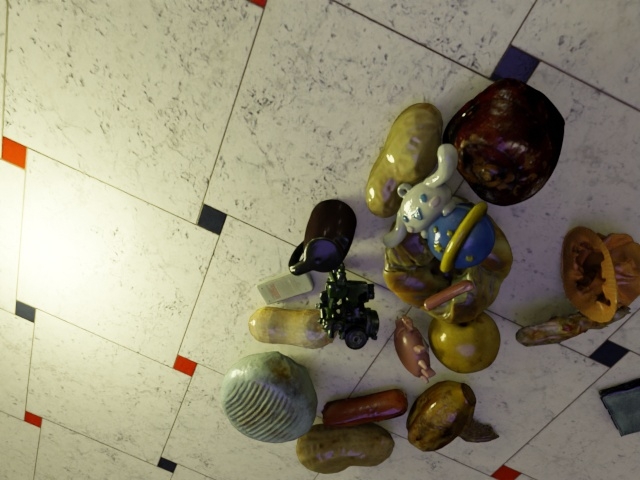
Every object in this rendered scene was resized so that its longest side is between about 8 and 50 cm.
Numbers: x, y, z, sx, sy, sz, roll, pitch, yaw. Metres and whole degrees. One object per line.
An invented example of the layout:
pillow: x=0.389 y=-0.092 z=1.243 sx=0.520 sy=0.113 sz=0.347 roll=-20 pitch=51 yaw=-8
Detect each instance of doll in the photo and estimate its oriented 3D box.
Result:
doll: x=0.285 y=0.335 z=1.292 sx=0.093 sy=0.211 sz=0.262 roll=-20 pitch=121 yaw=-6
doll: x=0.304 y=-0.071 z=0.963 sx=0.242 sy=0.159 sz=0.311 roll=41 pitch=139 yaw=34

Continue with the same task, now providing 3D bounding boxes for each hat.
hat: x=0.809 y=0.080 z=1.087 sx=0.233 sy=0.244 sz=0.234 roll=-6 pitch=124 yaw=-3

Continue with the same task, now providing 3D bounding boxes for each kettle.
kettle: x=0.000 y=0.000 z=1.156 sx=0.202 sy=0.232 sz=0.144 roll=-24 pitch=109 yaw=20

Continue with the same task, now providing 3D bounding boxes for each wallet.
wallet: x=1.041 y=0.551 z=1.365 sx=0.167 sy=0.036 sz=0.222 roll=-29 pitch=110 yaw=21

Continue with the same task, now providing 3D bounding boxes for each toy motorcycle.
toy motorcycle: x=0.092 y=0.192 z=1.276 sx=0.205 sy=0.127 sz=0.276 roll=6 pitch=93 yaw=-15

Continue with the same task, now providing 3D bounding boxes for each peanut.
peanut: x=0.091 y=0.787 z=1.570 sx=0.386 sy=0.170 sz=0.192 roll=-13 pitch=119 yaw=15
peanut: x=0.216 y=-0.197 z=1.071 sx=0.147 sy=0.148 sz=0.319 roll=24 pitch=114 yaw=-3

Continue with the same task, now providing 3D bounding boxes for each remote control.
remote control: x=-0.115 y=0.151 z=1.365 sx=0.189 sy=0.029 sz=0.088 roll=-20 pitch=111 yaw=19

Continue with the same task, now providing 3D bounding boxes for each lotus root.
lotus root: x=0.423 y=0.602 z=1.418 sx=0.193 sy=0.193 sz=0.291 roll=28 pitch=114 yaw=-5

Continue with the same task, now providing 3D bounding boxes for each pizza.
pizza: x=0.722 y=0.246 z=1.191 sx=0.296 sy=0.189 sz=0.071 roll=-28 pitch=64 yaw=23

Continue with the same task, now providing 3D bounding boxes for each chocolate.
chocolate: x=-0.092 y=0.291 z=1.379 sx=0.308 sy=0.134 sz=0.134 roll=1 pitch=116 yaw=12

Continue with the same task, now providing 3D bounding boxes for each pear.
pear: x=0.433 y=0.305 z=1.256 sx=0.208 sy=0.209 sz=0.209 roll=4 pitch=117 yaw=8

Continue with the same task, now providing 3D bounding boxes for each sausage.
sausage: x=0.162 y=0.621 z=1.513 sx=0.330 sy=0.102 sz=0.102 roll=-17 pitch=112 yaw=17
sausage: x=0.337 y=0.145 z=1.097 sx=0.147 sy=0.030 sz=0.035 roll=-32 pitch=100 yaw=25

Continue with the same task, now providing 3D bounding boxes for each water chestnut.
water chestnut: x=0.431 y=-0.226 z=0.961 sx=0.244 sy=0.289 sz=0.289 roll=-35 pitch=106 yaw=18

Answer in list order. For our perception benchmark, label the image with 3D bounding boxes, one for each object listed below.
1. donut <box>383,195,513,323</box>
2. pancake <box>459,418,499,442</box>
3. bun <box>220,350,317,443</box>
donut: x=0.352 y=0.059 z=1.163 sx=0.359 sy=0.170 sz=0.361 roll=5 pitch=116 yaw=10
pancake: x=0.571 y=0.680 z=1.518 sx=0.190 sy=0.020 sz=0.184 roll=15 pitch=117 yaw=2
bun: x=-0.179 y=0.545 z=1.471 sx=0.361 sy=0.211 sz=0.362 roll=4 pitch=120 yaw=8
